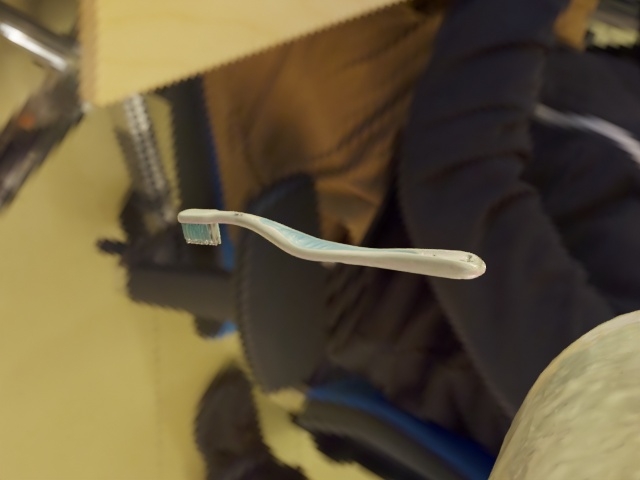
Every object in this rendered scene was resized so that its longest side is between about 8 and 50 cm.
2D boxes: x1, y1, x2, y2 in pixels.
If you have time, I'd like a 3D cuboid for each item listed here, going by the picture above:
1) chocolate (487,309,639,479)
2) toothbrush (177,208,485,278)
[{"bbox_3d":[0.081,0.145,0.532,0.303,0.100,0.185,-70,150,-66],"label":"chocolate"},{"bbox_3d":[0.000,0.000,0.757,0.014,0.162,0.017,-26,113,-41],"label":"toothbrush"}]
